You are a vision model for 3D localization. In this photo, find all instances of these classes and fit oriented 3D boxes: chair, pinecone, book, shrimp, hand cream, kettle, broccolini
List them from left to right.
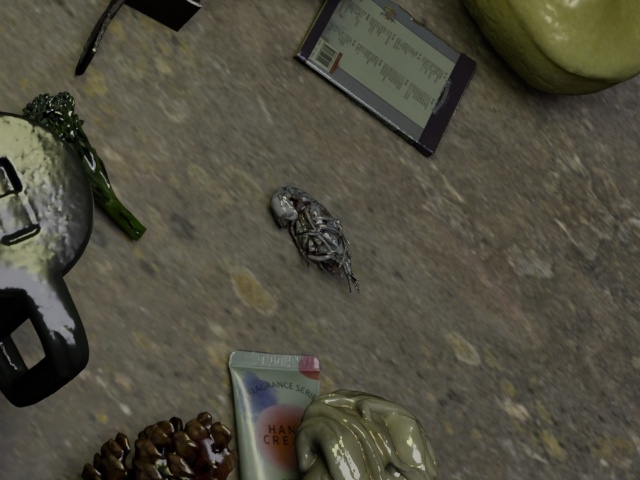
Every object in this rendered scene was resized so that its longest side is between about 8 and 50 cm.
[{"bbox_3d":[-0.355,0.027,1.424,0.203,0.308,0.262,7,75,-26],"label":"kettle"},{"bbox_3d":[-0.278,-0.077,1.643,0.068,0.091,0.202,-24,106,12],"label":"broccolini"},{"bbox_3d":[-0.206,-0.270,1.705,0.101,0.084,0.212,24,68,-18],"label":"chair"},{"bbox_3d":[-0.164,0.287,1.553,0.204,0.179,0.184,-25,114,-47],"label":"pinecone"},{"bbox_3d":[-0.044,0.297,1.676,0.124,0.078,0.340,6,71,-28],"label":"hand cream"},{"bbox_3d":[0.000,0.000,1.771,0.165,0.056,0.065,53,44,3],"label":"shrimp"},{"bbox_3d":[0.089,-0.236,1.892,0.231,0.026,0.157,35,67,-17],"label":"book"}]

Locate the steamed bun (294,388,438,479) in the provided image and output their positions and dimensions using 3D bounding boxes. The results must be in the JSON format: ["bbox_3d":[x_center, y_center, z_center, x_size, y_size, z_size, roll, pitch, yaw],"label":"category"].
[{"bbox_3d":[0.064,0.275,1.655,0.218,0.144,0.211,17,66,-68],"label":"steamed bun"}]

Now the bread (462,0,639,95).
[{"bbox_3d":[0.338,-0.357,1.941,0.320,0.237,0.320,1,87,-16],"label":"bread"}]
